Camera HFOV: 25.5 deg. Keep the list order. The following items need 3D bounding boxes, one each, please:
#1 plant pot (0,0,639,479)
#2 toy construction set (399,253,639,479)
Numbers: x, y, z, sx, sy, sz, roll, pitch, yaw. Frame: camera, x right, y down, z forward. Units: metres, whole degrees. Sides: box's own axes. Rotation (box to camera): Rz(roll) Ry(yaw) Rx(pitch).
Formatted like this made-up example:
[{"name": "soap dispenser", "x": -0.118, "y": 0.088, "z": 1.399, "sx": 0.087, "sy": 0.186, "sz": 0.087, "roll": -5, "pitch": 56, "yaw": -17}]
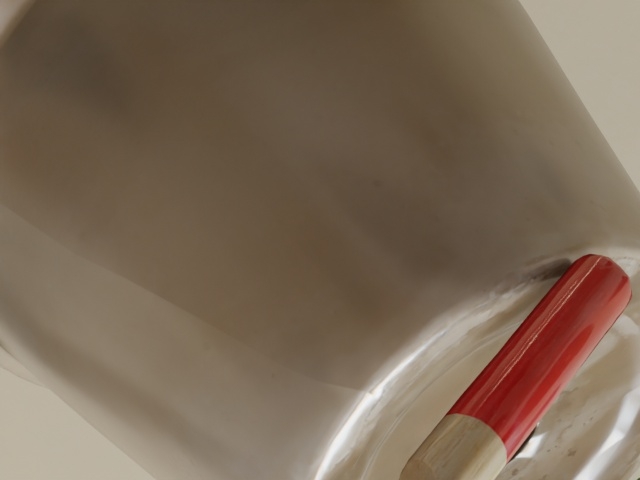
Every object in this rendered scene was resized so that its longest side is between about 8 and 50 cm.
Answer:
[{"name": "plant pot", "x": 0.000, "y": 0.000, "z": 0.621, "sx": 0.323, "sy": 0.323, "sz": 0.280, "roll": -50, "pitch": -132, "yaw": 11}, {"name": "toy construction set", "x": 0.141, "y": 0.098, "z": 0.319, "sx": 0.308, "sy": 0.237, "sz": 0.258, "roll": 5, "pitch": -55, "yaw": 41}]
